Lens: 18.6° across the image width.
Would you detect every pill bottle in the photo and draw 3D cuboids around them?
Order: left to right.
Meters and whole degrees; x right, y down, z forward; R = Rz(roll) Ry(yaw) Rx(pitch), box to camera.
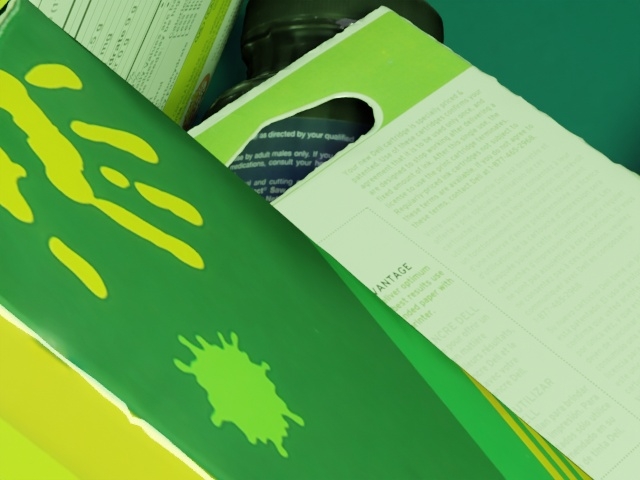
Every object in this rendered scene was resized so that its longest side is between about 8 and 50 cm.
[{"bbox_3d":[0.000,0.000,0.877,0.122,0.123,0.219,6,74,0],"label":"pill bottle"}]

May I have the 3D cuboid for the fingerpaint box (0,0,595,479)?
[{"bbox_3d":[-0.102,0.213,0.617,0.371,0.163,0.445,40,113,-15],"label":"fingerpaint box"}]

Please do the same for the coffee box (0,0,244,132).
[{"bbox_3d":[-0.177,-0.244,0.777,0.337,0.334,0.338,26,103,7],"label":"coffee box"}]

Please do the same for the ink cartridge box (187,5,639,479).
[{"bbox_3d":[0.053,0.042,0.779,0.255,0.097,0.189,39,57,25],"label":"ink cartridge box"}]
